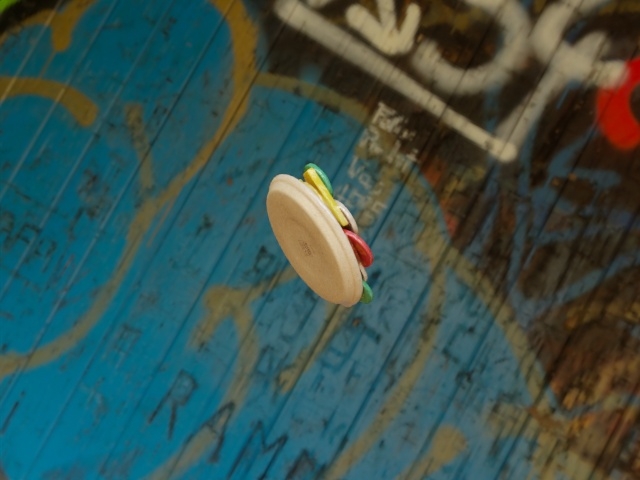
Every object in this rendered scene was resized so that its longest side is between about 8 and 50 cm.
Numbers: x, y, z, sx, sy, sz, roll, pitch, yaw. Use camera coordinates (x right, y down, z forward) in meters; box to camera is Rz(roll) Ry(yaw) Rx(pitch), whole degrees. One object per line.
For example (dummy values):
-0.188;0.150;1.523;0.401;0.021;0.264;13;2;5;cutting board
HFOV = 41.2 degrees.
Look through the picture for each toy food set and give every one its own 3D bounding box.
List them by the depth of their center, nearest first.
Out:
0.000;0.000;0.456;0.083;0.020;0.082;58;-21;0;toy food set
